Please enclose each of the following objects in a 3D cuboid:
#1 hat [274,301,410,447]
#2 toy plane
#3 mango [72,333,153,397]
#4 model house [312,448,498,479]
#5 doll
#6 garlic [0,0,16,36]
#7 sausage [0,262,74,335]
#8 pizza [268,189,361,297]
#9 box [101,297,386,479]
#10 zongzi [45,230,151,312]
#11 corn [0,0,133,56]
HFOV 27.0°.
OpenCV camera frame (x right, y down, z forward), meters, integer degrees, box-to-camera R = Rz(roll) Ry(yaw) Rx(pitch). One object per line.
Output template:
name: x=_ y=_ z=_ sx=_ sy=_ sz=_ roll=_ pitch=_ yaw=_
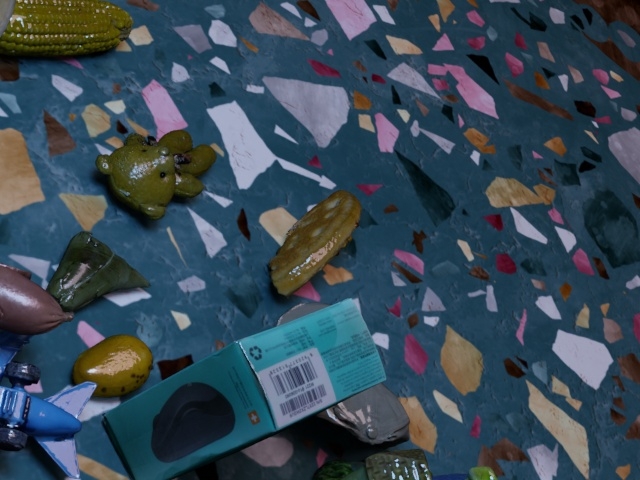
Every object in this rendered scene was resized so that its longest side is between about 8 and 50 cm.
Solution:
hat: x=0.038 y=0.185 z=1.892 sx=0.214 sy=0.149 sz=0.245 roll=17 pitch=61 yaw=-30
toy plane: x=-0.397 y=0.192 z=1.559 sx=0.271 sy=0.105 sz=0.254 roll=22 pitch=63 yaw=-31
mango: x=-0.267 y=0.162 z=1.712 sx=0.114 sy=0.057 sz=0.079 roll=-11 pitch=75 yaw=-39
model house: x=0.133 y=0.352 z=1.799 sx=0.214 sy=0.189 sz=0.195 roll=6 pitch=58 yaw=-34
doll: x=-0.227 y=-0.116 z=1.926 sx=0.137 sy=0.097 sz=0.209 roll=41 pitch=37 yaw=2
garlic: x=-0.540 y=-0.380 z=1.748 sx=0.286 sy=0.313 sz=0.249 roll=39 pitch=-5 yaw=20
sausage: x=-0.491 y=0.008 z=1.562 sx=0.433 sy=0.088 sz=0.088 roll=25 pitch=45 yaw=1
pizza: x=0.000 y=0.003 z=2.013 sx=0.058 sy=0.127 sz=0.246 roll=59 pitch=31 yaw=-20
box: x=-0.096 y=0.193 z=1.639 sx=0.205 sy=0.311 sz=0.118 roll=-16 pitch=80 yaw=-45
zongzi: x=-0.298 y=0.078 z=1.757 sx=0.130 sy=0.062 sz=0.154 roll=40 pitch=48 yaw=-25
corn: x=-0.390 y=-0.313 z=1.941 sx=0.261 sy=0.097 sz=0.097 roll=-6 pitch=64 yaw=-44
